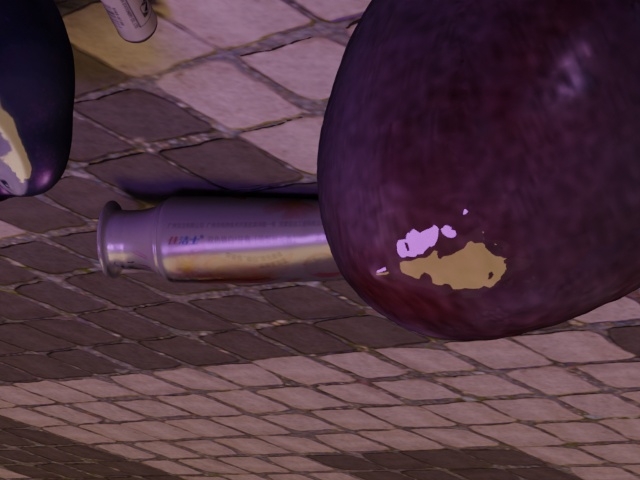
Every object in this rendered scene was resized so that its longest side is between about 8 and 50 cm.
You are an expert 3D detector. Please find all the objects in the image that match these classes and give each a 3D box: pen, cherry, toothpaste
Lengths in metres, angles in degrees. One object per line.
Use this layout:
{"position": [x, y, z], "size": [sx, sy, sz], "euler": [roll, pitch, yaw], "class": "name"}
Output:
{"position": [-0.120, -0.160, 0.826], "size": [0.025, 0.025, 0.204], "euler": [6, 159, 12], "class": "pen"}
{"position": [0.100, -0.061, 0.738], "size": [0.183, 0.266, 0.213], "euler": [51, 149, -6], "class": "cherry"}
{"position": [0.000, 0.000, 1.164], "size": [0.323, 0.066, 0.100], "euler": [0, 154, 13], "class": "toothpaste"}

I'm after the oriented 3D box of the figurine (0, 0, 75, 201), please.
{"position": [-0.230, -0.097, 0.933], "size": [0.222, 0.145, 0.145], "euler": [12, 164, 30], "class": "figurine"}
